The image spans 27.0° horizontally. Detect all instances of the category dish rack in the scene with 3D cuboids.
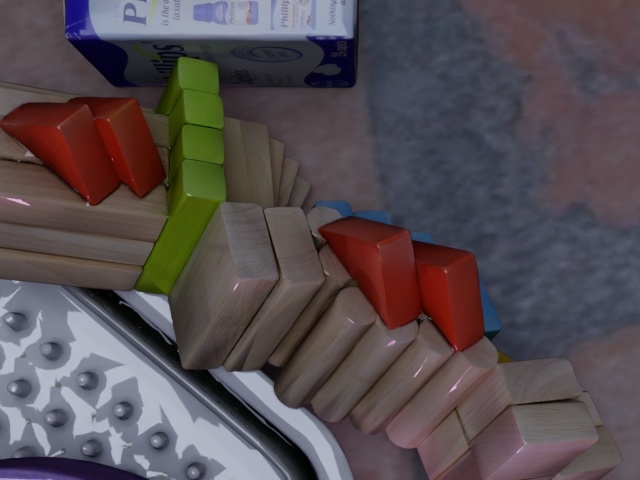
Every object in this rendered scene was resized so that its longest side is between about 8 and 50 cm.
[{"bbox_3d":[-0.175,0.161,0.671,0.285,0.072,0.333,39,86,5],"label":"dish rack"}]

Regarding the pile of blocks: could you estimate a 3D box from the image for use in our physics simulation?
[{"bbox_3d":[0.000,0.000,0.634,0.362,0.113,0.149,28,49,-6],"label":"pile of blocks"}]

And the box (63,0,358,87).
[{"bbox_3d":[-0.049,-0.121,0.669,0.137,0.126,0.072,1,86,2],"label":"box"}]

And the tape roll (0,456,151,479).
[{"bbox_3d":[-0.135,0.235,0.584,0.274,0.090,0.275,0,83,0],"label":"tape roll"}]
